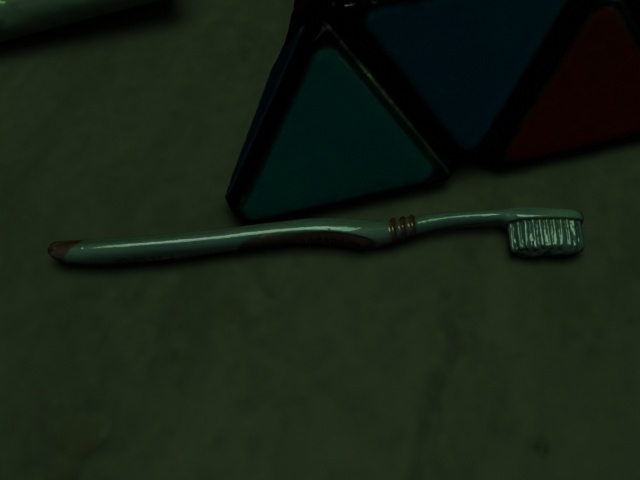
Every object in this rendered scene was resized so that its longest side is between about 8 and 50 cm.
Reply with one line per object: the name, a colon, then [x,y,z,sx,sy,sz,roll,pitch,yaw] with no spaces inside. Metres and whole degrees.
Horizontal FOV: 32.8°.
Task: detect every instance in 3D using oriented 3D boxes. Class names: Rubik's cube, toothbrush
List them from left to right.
toothbrush: [0.000,0.000,0.390,0.193,0.013,0.019,-2,69,-4]
Rubik's cube: [0.042,-0.145,0.452,0.250,0.284,0.234,-39,42,14]

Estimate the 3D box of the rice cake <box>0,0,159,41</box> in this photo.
rice cake: [-0.176,-0.143,0.452,0.198,0.037,0.189,-21,63,-13]
